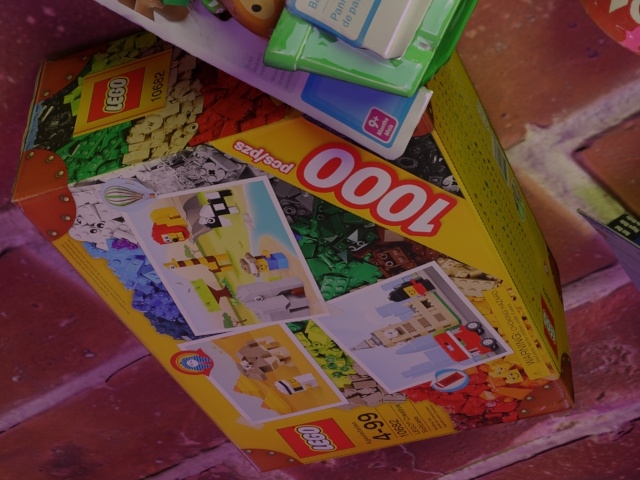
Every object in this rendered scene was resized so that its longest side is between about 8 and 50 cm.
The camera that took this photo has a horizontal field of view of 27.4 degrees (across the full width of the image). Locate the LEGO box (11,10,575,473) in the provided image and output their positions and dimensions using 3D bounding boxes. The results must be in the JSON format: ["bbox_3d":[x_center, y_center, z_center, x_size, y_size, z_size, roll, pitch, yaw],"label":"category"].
[{"bbox_3d":[0.000,0.000,1.299,0.373,0.193,0.500,-15,137,19],"label":"LEGO box"}]

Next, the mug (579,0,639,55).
[{"bbox_3d":[0.285,-0.248,1.059,0.150,0.113,0.169,17,134,-21],"label":"mug"}]

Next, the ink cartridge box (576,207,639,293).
[{"bbox_3d":[0.391,0.056,1.350,0.045,0.223,0.224,-47,132,-2],"label":"ink cartridge box"}]

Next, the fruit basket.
[{"bbox_3d":[-0.036,-0.263,0.927,0.353,0.165,0.327,27,119,1],"label":"fruit basket"}]
